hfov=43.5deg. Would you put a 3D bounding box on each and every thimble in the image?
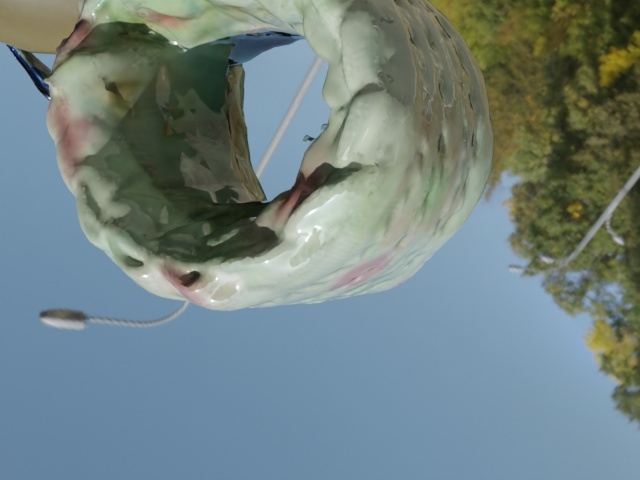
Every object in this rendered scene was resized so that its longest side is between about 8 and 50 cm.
[{"bbox_3d":[-0.028,-0.067,0.415,0.211,0.185,0.149,51,-157,21],"label":"thimble"}]

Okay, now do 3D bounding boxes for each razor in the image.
[{"bbox_3d":[-0.493,-0.320,1.242,0.324,0.056,0.093,41,-157,22],"label":"razor"}]

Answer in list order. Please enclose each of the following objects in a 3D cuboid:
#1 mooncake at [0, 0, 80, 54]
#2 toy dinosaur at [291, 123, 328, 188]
[{"bbox_3d":[-0.354,-0.481,1.035,0.467,0.467,0.262,19,-132,-28],"label":"mooncake"},{"bbox_3d":[0.029,-0.107,0.947,0.080,0.045,0.197,31,-129,31],"label":"toy dinosaur"}]
